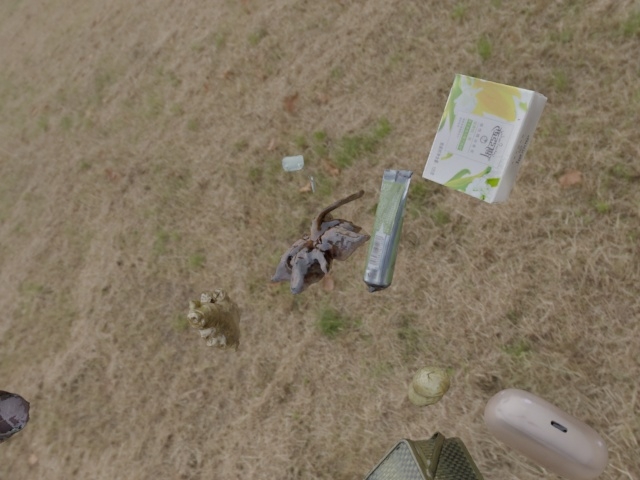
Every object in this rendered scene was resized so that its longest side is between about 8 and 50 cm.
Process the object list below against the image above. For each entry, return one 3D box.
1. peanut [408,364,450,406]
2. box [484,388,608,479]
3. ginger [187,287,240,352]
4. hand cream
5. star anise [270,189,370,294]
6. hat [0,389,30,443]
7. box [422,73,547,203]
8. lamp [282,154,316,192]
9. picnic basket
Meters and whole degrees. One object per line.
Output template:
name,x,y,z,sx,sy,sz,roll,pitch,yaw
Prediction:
peanut,0.110,0.150,0.500,0.037,0.083,0.037,0,64,1
box,0.388,0.337,0.843,0.200,0.146,0.088,29,66,18
ginger,-0.206,0.167,0.983,0.074,0.138,0.213,-34,2,-3
hand cream,0.126,-0.016,0.908,0.086,0.055,0.236,19,99,59
star anise,0.001,0.002,1.273,0.349,0.109,0.292,-37,32,4
hat,-0.361,0.193,0.525,0.042,0.087,0.058,-18,82,8
box,0.384,-0.241,1.149,0.194,0.111,0.261,27,110,35
lamp,-0.051,-0.180,1.348,0.056,0.198,0.050,-13,71,10
picnic basket,0.201,0.479,0.813,0.165,0.139,0.267,-59,36,28
